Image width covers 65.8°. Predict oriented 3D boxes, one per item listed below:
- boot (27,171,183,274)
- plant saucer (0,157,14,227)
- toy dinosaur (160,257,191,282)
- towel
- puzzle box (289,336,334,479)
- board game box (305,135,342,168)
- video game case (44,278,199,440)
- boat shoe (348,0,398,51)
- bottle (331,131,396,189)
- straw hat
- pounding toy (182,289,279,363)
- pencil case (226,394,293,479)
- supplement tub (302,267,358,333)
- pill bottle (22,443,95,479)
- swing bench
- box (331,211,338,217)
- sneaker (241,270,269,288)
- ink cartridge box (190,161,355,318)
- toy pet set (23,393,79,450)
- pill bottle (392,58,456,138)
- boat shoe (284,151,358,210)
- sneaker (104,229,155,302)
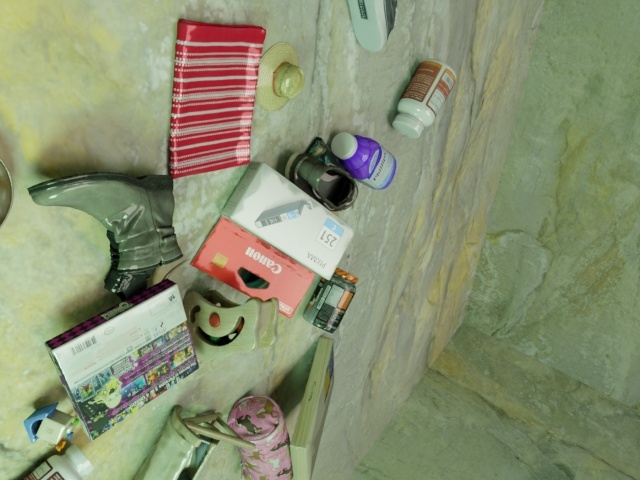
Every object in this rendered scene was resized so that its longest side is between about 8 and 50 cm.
[{"bbox_3d":[-0.313,-0.021,0.771,0.246,0.083,0.161,-9,93,-58],"label":"boot"},{"bbox_3d":[-0.471,-0.055,0.605,0.168,0.029,0.168,-39,143,-38],"label":"plant saucer"},{"bbox_3d":[-0.326,0.129,0.976,0.112,0.064,0.211,-47,160,-54],"label":"toy dinosaur"},{"bbox_3d":[-0.187,-0.254,0.907,0.199,0.031,0.274,-22,131,-50],"label":"towel"},{"bbox_3d":[-0.019,0.563,1.649,0.409,0.052,0.272,-71,164,-48],"label":"puzzle box"},{"bbox_3d":[-0.002,-0.168,1.282,0.126,0.026,0.186,-59,151,-8],"label":"board game box"},{"bbox_3d":[-0.342,0.210,0.895,0.232,0.042,0.210,-32,128,-38],"label":"video game case"},{"bbox_3d":[0.121,-0.563,1.082,0.102,0.108,0.301,-54,152,-17],"label":"boat shoe"},{"bbox_3d":[0.121,-0.223,1.368,0.283,0.092,0.118,17,93,-61],"label":"bottle"},{"bbox_3d":[-0.067,-0.326,1.012,0.144,0.061,0.144,-40,144,-38],"label":"straw hat"},{"bbox_3d":[-0.196,0.176,1.091,0.155,0.269,0.154,4,70,-59],"label":"pounding toy"},{"bbox_3d":[-0.176,0.625,1.497,0.167,0.160,0.386,-26,137,-25],"label":"pencil case"},{"bbox_3d":[0.035,0.181,1.531,0.190,0.117,0.117,-63,151,-2],"label":"supplement tub"},{"bbox_3d":[-0.500,0.456,0.911,0.152,0.086,0.086,-41,144,-34],"label":"pill bottle"},{"bbox_3d":[-0.334,0.553,1.191,0.253,0.165,0.255,-59,145,-8],"label":"swing bench"},{"bbox_3d":[0.000,0.000,1.427,0.164,0.021,0.201,-42,144,-34],"label":"box"},{"bbox_3d":[-0.107,0.013,1.188,0.110,0.107,0.275,22,92,-49],"label":"sneaker"},{"bbox_3d":[-0.094,0.013,1.105,0.296,0.066,0.261,34,81,-32],"label":"ink cartridge box"},{"bbox_3d":[-0.478,0.319,0.890,0.122,0.065,0.114,-63,-174,5],"label":"toy pet set"},{"bbox_3d":[0.306,-0.421,1.484,0.216,0.121,0.121,-60,151,-5],"label":"pill bottle"},{"bbox_3d":[0.031,-0.128,1.239,0.335,0.095,0.112,18,97,-61],"label":"boat shoe"},{"bbox_3d":[-0.347,0.055,0.872,0.089,0.051,0.170,-55,153,-24],"label":"sneaker"}]
